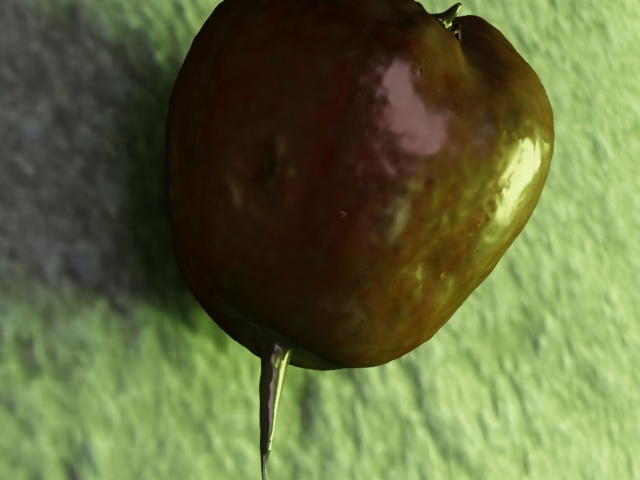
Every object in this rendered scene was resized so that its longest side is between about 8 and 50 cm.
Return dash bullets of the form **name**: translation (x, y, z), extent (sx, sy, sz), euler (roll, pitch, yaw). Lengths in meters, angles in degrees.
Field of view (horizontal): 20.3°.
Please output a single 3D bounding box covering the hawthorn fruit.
- **hawthorn fruit**: translation (-0.005, -0.018, 0.672), extent (0.189, 0.149, 0.149), euler (-45, 109, -4)
